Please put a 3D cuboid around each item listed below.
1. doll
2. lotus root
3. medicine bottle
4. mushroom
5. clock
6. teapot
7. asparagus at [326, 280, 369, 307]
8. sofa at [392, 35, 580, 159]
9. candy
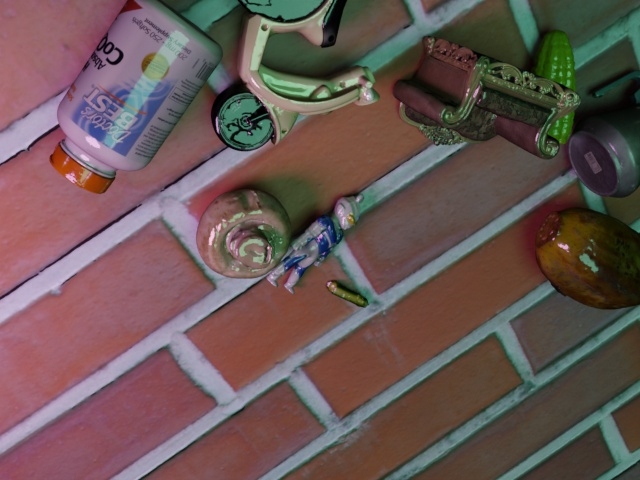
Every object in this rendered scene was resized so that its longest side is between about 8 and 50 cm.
[{"bbox_3d":[0.000,0.000,1.409,0.227,0.057,0.114,-50,149,3],"label":"doll"},{"bbox_3d":[0.551,0.038,1.582,0.291,0.193,0.193,26,104,-31],"label":"lotus root"},{"bbox_3d":[-0.285,-0.211,1.152,0.157,0.157,0.289,32,101,-30],"label":"medicine bottle"},{"bbox_3d":[-0.129,-0.010,1.327,0.166,0.127,0.166,-9,113,-21],"label":"mushroom"},{"bbox_3d":[-0.027,-0.325,1.218,0.276,0.120,0.379,0,114,-14],"label":"clock"},{"bbox_3d":[0.601,-0.210,1.489,0.225,0.171,0.203,-29,91,-13],"label":"teapot"},{"bbox_3d":[0.058,0.107,1.512,0.108,0.021,0.025,28,102,-29],"label":"asparagus"},{"bbox_3d":[0.276,-0.221,1.330,0.258,0.200,0.182,12,108,-26],"label":"sofa"},{"bbox_3d":[0.422,-0.278,1.419,0.096,0.097,0.210,-5,110,-18],"label":"candy"}]
